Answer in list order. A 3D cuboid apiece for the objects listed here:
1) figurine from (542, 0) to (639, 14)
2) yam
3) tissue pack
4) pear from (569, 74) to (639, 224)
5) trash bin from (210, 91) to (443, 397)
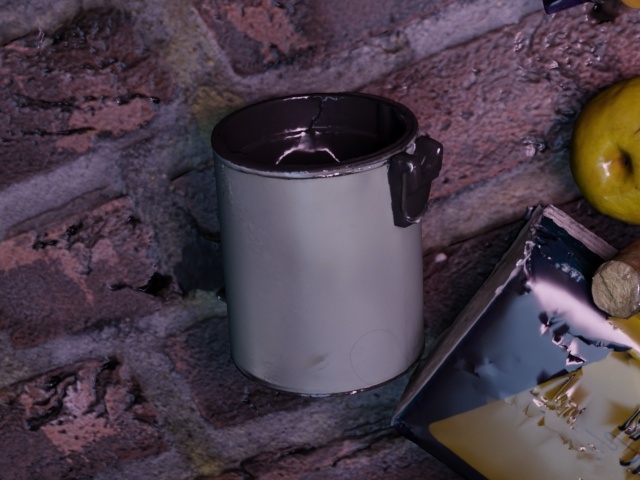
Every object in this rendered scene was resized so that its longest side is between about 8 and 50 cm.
[{"bbox_3d":[0.308,-0.318,1.171,0.308,0.143,0.308,2,98,13],"label":"figurine"},{"bbox_3d":[0.358,0.006,1.258,0.061,0.274,0.061,21,122,39],"label":"yam"},{"bbox_3d":[0.314,0.186,1.341,0.416,0.253,0.264,38,111,3],"label":"tissue pack"},{"bbox_3d":[0.323,-0.092,1.278,0.149,0.162,0.149,13,115,29],"label":"pear"},{"bbox_3d":[0.000,0.000,1.370,0.277,0.217,0.262,16,123,34],"label":"trash bin"}]
